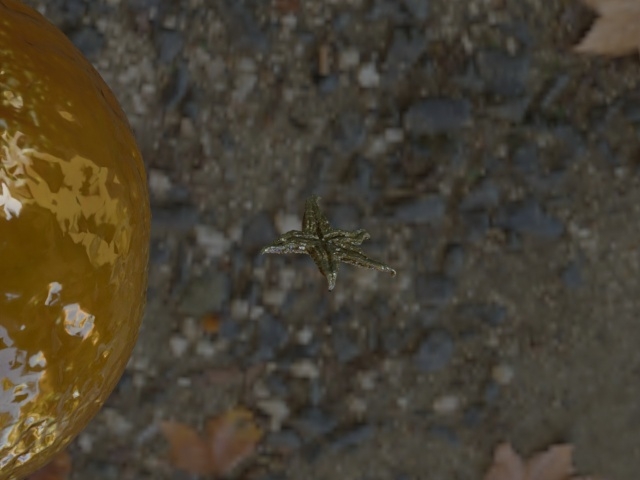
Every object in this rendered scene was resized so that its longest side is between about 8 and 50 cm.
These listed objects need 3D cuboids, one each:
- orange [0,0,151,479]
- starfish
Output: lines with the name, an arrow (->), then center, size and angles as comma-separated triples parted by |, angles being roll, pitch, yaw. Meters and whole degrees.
orange -> -0.257, -0.009, 1.025 | 0.341, 0.340, 0.293 | 15, 143, -12
starfish -> 0.000, 0.000, 1.095 | 0.086, 0.092, 0.016 | 11, 126, -24
